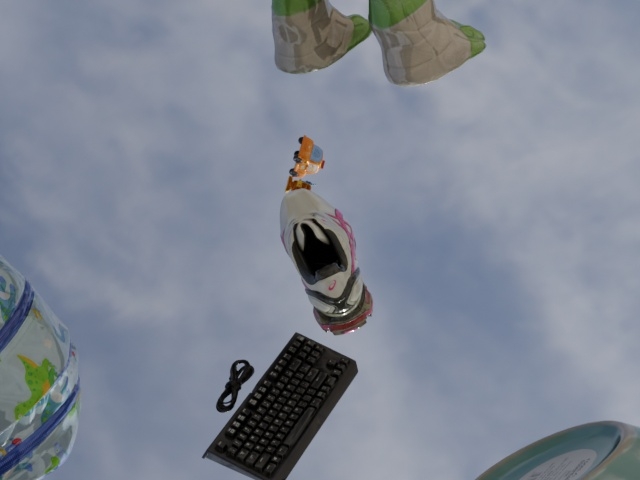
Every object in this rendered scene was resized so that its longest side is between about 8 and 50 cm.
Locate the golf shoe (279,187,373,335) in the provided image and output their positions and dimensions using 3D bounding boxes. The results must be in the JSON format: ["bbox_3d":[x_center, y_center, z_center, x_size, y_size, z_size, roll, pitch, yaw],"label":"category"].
[{"bbox_3d":[0.000,0.000,1.253,0.068,0.086,0.186,-23,-139,-2],"label":"golf shoe"}]

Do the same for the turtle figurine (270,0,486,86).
[{"bbox_3d":[0.022,-0.244,0.782,0.274,0.198,0.266,-83,-20,-56],"label":"turtle figurine"}]

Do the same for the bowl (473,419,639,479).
[{"bbox_3d":[0.229,0.273,1.182,0.311,0.311,0.163,-32,-85,-35],"label":"bowl"}]

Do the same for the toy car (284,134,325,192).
[{"bbox_3d":[-0.019,-0.076,1.625,0.041,0.060,0.122,15,-139,-3],"label":"toy car"}]

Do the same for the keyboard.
[{"bbox_3d":[-0.046,0.150,1.257,0.108,0.023,0.180,21,-140,16],"label":"keyboard"}]

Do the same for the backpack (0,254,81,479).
[{"bbox_3d":[-0.376,0.147,1.112,0.273,0.290,0.355,41,-83,-15],"label":"backpack"}]
